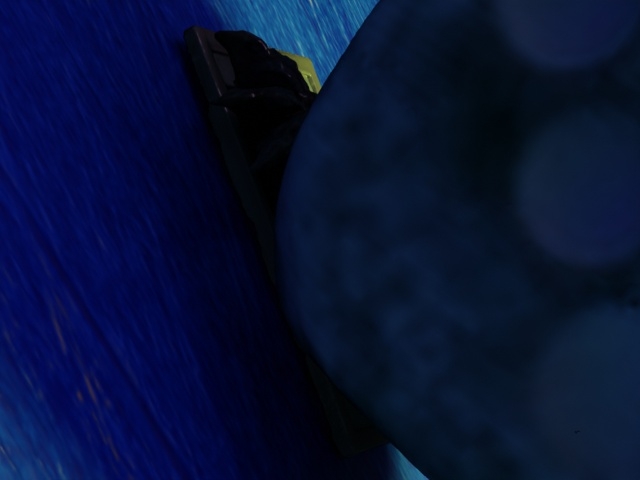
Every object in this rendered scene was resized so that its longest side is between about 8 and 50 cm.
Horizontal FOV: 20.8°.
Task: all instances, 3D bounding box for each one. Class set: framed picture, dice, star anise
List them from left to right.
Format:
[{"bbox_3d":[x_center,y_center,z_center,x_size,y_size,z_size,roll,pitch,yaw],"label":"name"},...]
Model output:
[{"bbox_3d":[-0.020,-0.067,1.064,0.141,0.042,0.141,51,25,-35],"label":"star anise"},{"bbox_3d":[0.000,0.000,1.132,0.281,0.019,0.209,68,18,6],"label":"framed picture"},{"bbox_3d":[0.203,0.007,0.966,0.348,0.328,0.330,40,10,26],"label":"dice"}]
